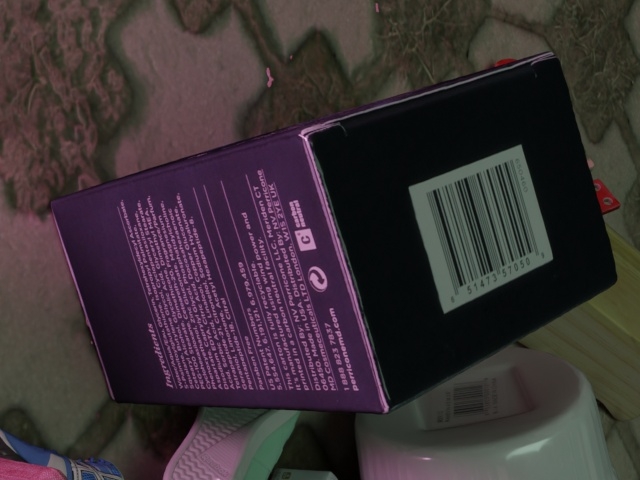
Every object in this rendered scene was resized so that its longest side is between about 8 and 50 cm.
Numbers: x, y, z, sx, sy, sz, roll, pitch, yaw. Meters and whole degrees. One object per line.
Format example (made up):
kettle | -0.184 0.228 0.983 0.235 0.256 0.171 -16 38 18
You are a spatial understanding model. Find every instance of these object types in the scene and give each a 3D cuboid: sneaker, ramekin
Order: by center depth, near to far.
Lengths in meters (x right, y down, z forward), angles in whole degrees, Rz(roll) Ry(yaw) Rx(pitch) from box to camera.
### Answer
sneaker | -0.232 0.226 0.975 0.211 0.080 0.081 47 36 -25
sneaker | -0.086 0.222 1.091 0.256 0.094 0.151 -52 154 -52
ramekin | 0.167 0.219 1.141 0.277 0.277 0.135 -25 112 -38

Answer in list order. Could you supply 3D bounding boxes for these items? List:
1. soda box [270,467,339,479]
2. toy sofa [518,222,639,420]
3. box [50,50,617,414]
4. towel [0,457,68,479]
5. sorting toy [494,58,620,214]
soda box | -0.036 0.336 1.079 0.069 0.074 0.216 53 45 -38
toy sofa | 0.373 0.085 1.441 0.362 0.177 0.150 34 42 -30
box | 0.000 0.000 0.969 0.293 0.395 0.212 -22 98 -39
towel | -0.355 0.254 0.755 0.329 0.237 0.037 -34 106 -37
sorting toy | 0.254 -0.120 1.334 0.132 0.046 0.274 -18 57 -16
